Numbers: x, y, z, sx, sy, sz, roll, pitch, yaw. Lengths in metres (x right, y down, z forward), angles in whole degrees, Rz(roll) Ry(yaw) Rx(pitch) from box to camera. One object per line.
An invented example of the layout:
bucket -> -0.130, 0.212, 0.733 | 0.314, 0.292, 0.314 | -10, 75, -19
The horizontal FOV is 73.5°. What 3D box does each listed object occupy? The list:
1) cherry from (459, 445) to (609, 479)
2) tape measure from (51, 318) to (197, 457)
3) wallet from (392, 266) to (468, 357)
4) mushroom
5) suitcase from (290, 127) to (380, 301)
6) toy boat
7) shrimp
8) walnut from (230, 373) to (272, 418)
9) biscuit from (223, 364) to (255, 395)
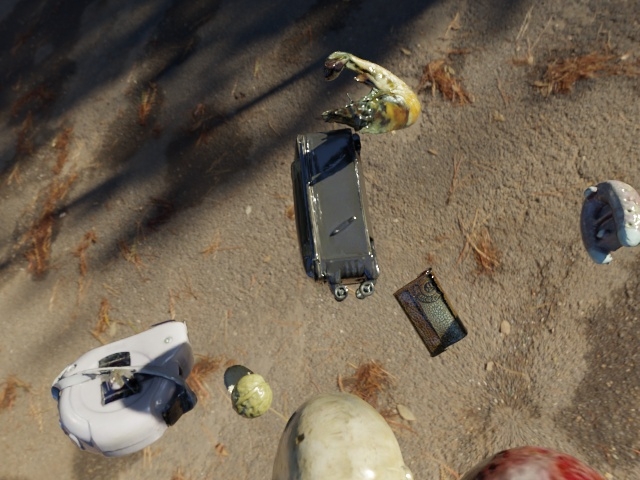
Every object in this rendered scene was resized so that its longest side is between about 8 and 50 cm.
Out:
cherry -> 0.211, 0.328, 0.377 | 0.203, 0.230, 0.300 | -23, 27, 37
tape measure -> -0.322, 0.253, 0.719 | 0.236, 0.120, 0.197 | -17, 42, -18
wallet -> 0.312, 0.207, 1.199 | 0.133, 0.243, 0.039 | -33, 18, -2
mushroom -> 0.040, 0.314, 0.599 | 0.254, 0.195, 0.188 | -152, 69, -72
suitcase -> 0.032, -0.060, 1.107 | 0.195, 0.283, 0.432 | -6, 80, 0
toy boat -> 0.687, -0.057, 1.039 | 0.085, 0.155, 0.227 | 22, 55, 1
shrimp -> 0.101, -0.356, 1.016 | 0.272, 0.445, 0.085 | 44, 129, 3
walnut -> -0.140, 0.318, 0.872 | 0.092, 0.092, 0.091 | -9, 66, 21
biscuit -> -0.250, 0.467, 1.395 | 0.020, 0.152, 0.152 | -48, 57, 21
